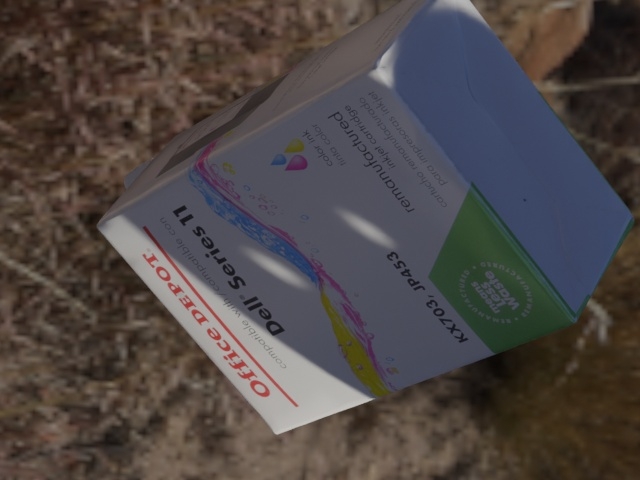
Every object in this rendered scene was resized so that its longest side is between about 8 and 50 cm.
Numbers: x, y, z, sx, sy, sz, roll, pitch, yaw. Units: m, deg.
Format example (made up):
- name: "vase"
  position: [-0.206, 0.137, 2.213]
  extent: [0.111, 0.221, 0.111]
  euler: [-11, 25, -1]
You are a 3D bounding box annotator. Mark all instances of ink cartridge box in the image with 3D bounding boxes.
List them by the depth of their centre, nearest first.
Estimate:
- name: "ink cartridge box"
  position: [0.000, 0.000, 1.131]
  extent: [0.207, 0.353, 0.119]
  euler: [50, 45, -14]
